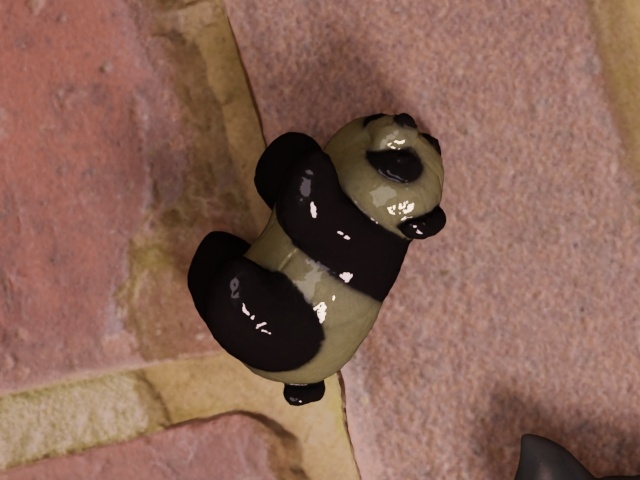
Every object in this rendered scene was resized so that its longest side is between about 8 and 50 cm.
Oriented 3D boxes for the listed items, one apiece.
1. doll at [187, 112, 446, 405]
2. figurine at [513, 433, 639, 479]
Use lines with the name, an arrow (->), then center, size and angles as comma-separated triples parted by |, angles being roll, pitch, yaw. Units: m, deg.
doll -> -0.001, 0.001, 1.485 | 0.135, 0.143, 0.234 | 29, 97, -16
figurine -> 0.187, 0.282, 1.456 | 0.193, 0.140, 0.265 | 25, 74, 27
